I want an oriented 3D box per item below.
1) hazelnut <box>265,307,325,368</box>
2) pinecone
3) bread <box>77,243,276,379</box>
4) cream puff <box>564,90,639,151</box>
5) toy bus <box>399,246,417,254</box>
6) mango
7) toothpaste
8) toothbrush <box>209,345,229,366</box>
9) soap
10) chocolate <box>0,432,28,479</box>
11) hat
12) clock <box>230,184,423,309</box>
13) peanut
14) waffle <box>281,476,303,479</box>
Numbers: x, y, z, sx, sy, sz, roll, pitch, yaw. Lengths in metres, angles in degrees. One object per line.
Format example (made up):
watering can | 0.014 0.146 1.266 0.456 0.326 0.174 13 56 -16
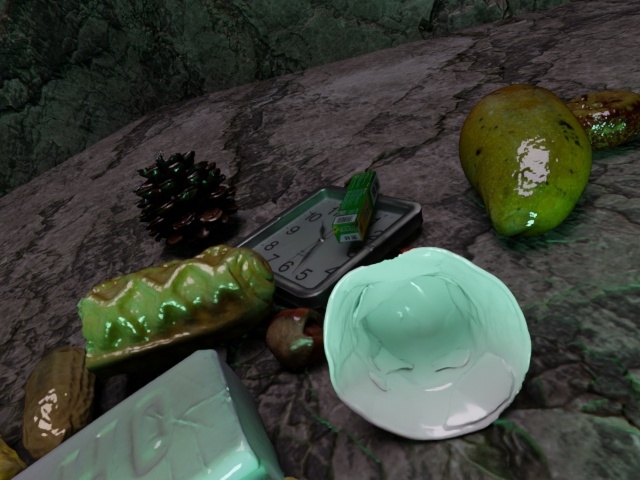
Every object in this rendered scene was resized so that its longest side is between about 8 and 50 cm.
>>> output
hazelnut | -0.026 0.122 0.588 0.086 0.087 0.086 -15 29 9
pinecone | -0.297 -0.094 0.984 0.221 0.222 0.221 -15 29 9
bread | -0.191 0.096 0.649 0.267 0.152 0.130 -18 49 -1
cream puff | 0.491 -0.208 0.810 0.148 0.085 0.149 -15 26 7
toy bus | 0.126 0.051 0.638 0.031 0.043 0.110 -11 31 17
mango | 0.321 -0.140 0.725 0.177 0.175 0.330 -57 11 32
toothpaste | 0.064 -0.061 0.772 0.043 0.037 0.179 -10 31 24
toothbrush | -0.125 0.230 0.511 0.030 0.031 0.297 -12 31 0
soap | -0.183 0.241 0.415 0.289 0.095 0.173 -34 29 -8
chocolate | -0.519 0.249 0.585 0.445 0.162 0.162 4 37 33
hat | 0.101 0.092 0.484 0.203 0.203 0.126 -17 7 6
clock | 0.000 0.001 0.796 0.278 0.049 0.273 -36 34 -26
peanut | -0.354 0.215 0.618 0.093 0.083 0.194 -25 30 -8
waffle | 0.001 0.321 0.198 0.260 0.114 0.376 -2 34 34
